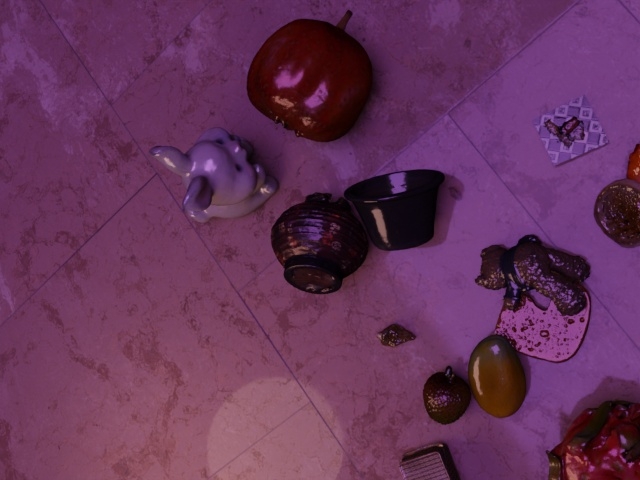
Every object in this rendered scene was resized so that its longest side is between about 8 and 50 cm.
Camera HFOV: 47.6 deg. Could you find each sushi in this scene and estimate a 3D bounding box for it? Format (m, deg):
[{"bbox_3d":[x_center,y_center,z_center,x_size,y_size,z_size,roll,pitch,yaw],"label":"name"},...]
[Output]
[{"bbox_3d":[0.553,-0.241,1.606,0.126,0.026,0.120,-25,79,16],"label":"sushi"}]

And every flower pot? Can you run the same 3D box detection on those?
[{"bbox_3d":[0.181,-0.066,1.679,0.235,0.235,0.148,-5,109,22],"label":"flower pot"}]

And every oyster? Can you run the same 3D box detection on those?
[{"bbox_3d":[0.181,0.231,1.763,0.093,0.034,0.051,-22,90,17],"label":"oyster"}]

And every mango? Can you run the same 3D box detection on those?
[{"bbox_3d":[0.397,0.304,1.630,0.130,0.092,0.195,9,113,29],"label":"mango"}]

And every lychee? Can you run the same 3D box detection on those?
[{"bbox_3d":[0.290,0.359,1.678,0.114,0.114,0.146,19,117,21],"label":"lychee"}]

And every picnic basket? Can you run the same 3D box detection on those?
[{"bbox_3d":[0.266,0.570,1.706,0.115,0.079,0.164,-25,81,21],"label":"picnic basket"}]

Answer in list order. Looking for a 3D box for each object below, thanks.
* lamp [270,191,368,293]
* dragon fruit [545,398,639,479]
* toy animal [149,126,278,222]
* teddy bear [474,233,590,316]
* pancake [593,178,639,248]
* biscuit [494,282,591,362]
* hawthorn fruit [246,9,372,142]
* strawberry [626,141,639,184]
[{"bbox_3d":[0.000,0.000,1.736,0.247,0.247,0.247,0,91,22],"label":"lamp"},{"bbox_3d":[0.600,0.476,1.492,0.237,0.231,0.303,13,85,33],"label":"dragon fruit"},{"bbox_3d":[-0.269,-0.146,1.772,0.241,0.367,0.196,-41,79,6],"label":"toy animal"},{"bbox_3d":[0.459,0.061,1.587,0.251,0.129,0.182,6,52,35],"label":"teddy bear"},{"bbox_3d":[0.648,-0.056,1.534,0.151,0.025,0.152,24,122,45],"label":"pancake"},{"bbox_3d":[0.501,0.173,1.628,0.192,0.036,0.186,15,94,22],"label":"biscuit"},{"bbox_3d":[-0.008,-0.407,1.723,0.287,0.287,0.330,29,86,19],"label":"hawthorn fruit"},{"bbox_3d":[0.739,-0.160,1.459,0.190,0.111,0.236,52,147,34],"label":"strawberry"}]
